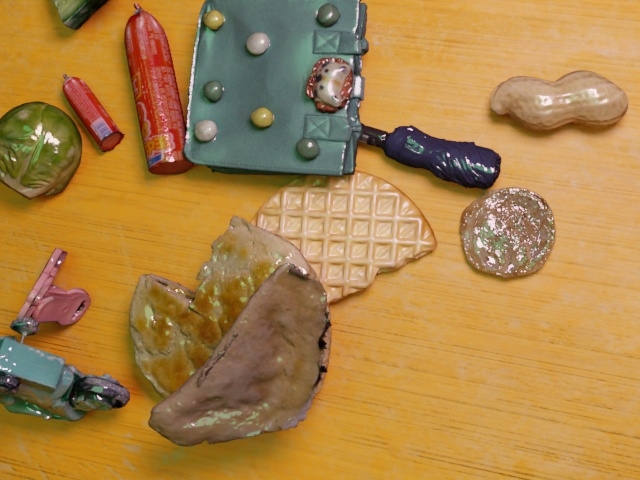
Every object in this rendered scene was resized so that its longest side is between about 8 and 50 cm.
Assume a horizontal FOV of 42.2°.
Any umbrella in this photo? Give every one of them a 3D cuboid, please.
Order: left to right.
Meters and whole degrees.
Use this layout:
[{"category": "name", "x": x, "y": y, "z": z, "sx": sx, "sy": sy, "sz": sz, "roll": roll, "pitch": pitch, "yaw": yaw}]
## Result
[{"category": "umbrella", "x": 0.142, "y": -0.129, "z": 1.215, "sx": 0.248, "sy": 0.071, "sz": 0.071, "roll": 16, "pitch": 90, "yaw": 18}]

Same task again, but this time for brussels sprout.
[{"category": "brussels sprout", "x": -0.455, "y": -0.146, "z": 1.312, "sx": 0.155, "sy": 0.117, "sz": 0.155, "roll": -1, "pitch": 80, "yaw": 4}]

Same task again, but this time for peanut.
[{"category": "peanut", "x": 0.334, "y": -0.196, "z": 1.167, "sx": 0.187, "sy": 0.082, "sz": 0.082, "roll": -2, "pitch": 86, "yaw": 13}]

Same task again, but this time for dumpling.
[{"category": "dumpling", "x": -0.083, "y": 0.175, "z": 1.132, "sx": 0.166, "sy": 0.086, "sz": 0.332, "roll": 38, "pitch": 111, "yaw": -14}]

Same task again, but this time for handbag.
[{"category": "handbag", "x": -0.071, "y": -0.232, "z": 1.224, "sx": 0.274, "sy": 0.100, "sz": 0.269, "roll": 7, "pitch": 88, "yaw": 22}]

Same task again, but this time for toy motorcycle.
[{"category": "toy motorcycle", "x": -0.446, "y": 0.204, "z": 1.253, "sx": 0.296, "sy": 0.198, "sz": 0.109, "roll": 25, "pitch": 57, "yaw": -23}]

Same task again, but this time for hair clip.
[{"category": "hair clip", "x": -0.435, "y": 0.080, "z": 1.285, "sx": 0.102, "sy": 0.138, "sz": 0.123, "roll": 34, "pitch": 101, "yaw": 17}]

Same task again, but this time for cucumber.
[{"category": "cucumber", "x": -0.329, "y": -0.449, "z": 1.328, "sx": 0.244, "sy": 0.063, "sz": 0.115, "roll": -41, "pitch": 63, "yaw": 9}]

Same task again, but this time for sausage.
[{"category": "sausage", "x": -0.375, "y": -0.212, "z": 1.337, "sx": 0.048, "sy": 0.050, "sz": 0.145, "roll": -34, "pitch": 78, "yaw": -19}, {"category": "sausage", "x": -0.258, "y": -0.241, "z": 1.297, "sx": 0.074, "sy": 0.074, "sz": 0.274, "roll": -13, "pitch": 83, "yaw": 11}]

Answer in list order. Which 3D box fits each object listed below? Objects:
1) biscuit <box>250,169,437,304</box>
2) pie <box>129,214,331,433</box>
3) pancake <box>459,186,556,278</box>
[{"category": "biscuit", "x": 0.000, "y": 0.000, "z": 1.244, "sx": 0.309, "sy": 0.040, "sz": 0.205, "roll": -29, "pitch": 81, "yaw": 9}, {"category": "pie", "x": -0.125, "y": 0.139, "z": 1.218, "sx": 0.337, "sy": 0.075, "sz": 0.338, "roll": 3, "pitch": 101, "yaw": 18}, {"category": "pancake", "x": 0.270, "y": -0.011, "z": 1.195, "sx": 0.139, "sy": 0.022, "sz": 0.140, "roll": -1, "pitch": 86, "yaw": 11}]
